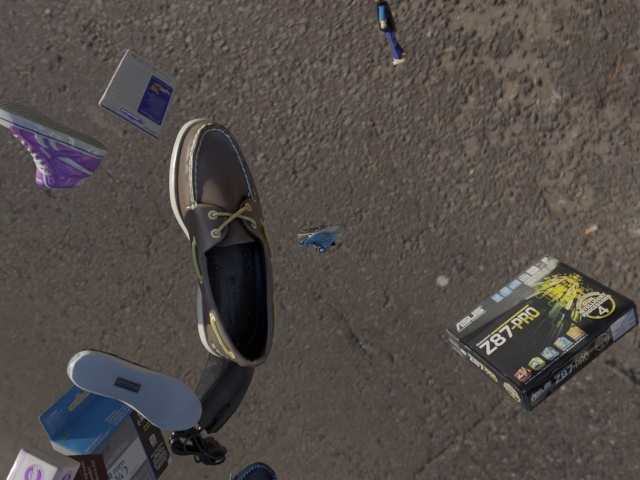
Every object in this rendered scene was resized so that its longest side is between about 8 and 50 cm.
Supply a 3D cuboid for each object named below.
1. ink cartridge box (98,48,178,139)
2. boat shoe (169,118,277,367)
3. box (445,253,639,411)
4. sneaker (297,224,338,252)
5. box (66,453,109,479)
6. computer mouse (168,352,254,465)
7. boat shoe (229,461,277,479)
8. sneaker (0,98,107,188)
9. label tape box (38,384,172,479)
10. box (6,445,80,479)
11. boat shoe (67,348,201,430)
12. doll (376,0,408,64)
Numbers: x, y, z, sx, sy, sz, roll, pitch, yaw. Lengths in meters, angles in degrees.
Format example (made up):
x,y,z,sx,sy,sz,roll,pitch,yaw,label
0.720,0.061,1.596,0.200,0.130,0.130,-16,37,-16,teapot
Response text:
x,y,z,sx,sy,sz,roll,pitch,yaw,label
-0.531,-0.417,1.813,0.175,0.371,0.069,31,120,-24,ink cartridge box
-0.118,0.003,0.802,0.096,0.116,0.324,8,105,60,boat shoe
0.596,0.236,1.695,0.395,0.318,0.097,-34,123,-10,box
0.000,0.000,1.682,0.063,0.162,0.073,-1,98,38,sneaker
-0.536,0.628,1.230,0.143,0.191,0.381,10,118,-37,box
-0.187,0.302,1.224,0.072,0.272,0.188,5,153,23,computer mouse
-0.147,0.484,1.003,0.109,0.258,0.089,29,158,1,boat shoe
-0.662,-0.209,1.460,0.282,0.102,0.161,28,105,-42,sneaker
-0.524,0.504,1.555,0.106,0.240,0.334,-4,114,23,label tape box
-0.424,0.436,0.810,0.067,0.324,0.063,22,170,11,box
-0.298,0.235,0.996,0.228,0.080,0.076,29,173,-26,boat shoe
0.170,-0.545,1.562,0.046,0.129,0.189,-16,119,18,doll
